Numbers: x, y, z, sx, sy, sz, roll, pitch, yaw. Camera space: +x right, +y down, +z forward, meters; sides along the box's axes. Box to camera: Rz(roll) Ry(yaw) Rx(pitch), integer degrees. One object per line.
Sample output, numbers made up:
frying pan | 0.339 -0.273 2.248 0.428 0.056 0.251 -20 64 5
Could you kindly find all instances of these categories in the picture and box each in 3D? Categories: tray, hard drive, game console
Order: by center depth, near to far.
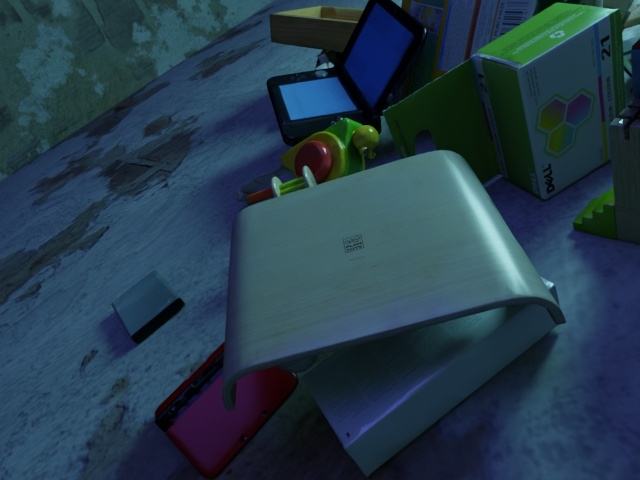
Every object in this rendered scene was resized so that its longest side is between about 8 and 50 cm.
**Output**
game console | -0.115 0.187 0.572 0.144 0.085 0.124 -44 5 -22
hard drive | -0.289 0.107 0.798 0.094 0.022 0.135 -41 35 -18
game console | 0.027 -0.328 0.888 0.249 0.174 0.293 -10 40 -6
tray | 0.098 -0.498 1.138 0.410 0.076 0.202 23 39 31

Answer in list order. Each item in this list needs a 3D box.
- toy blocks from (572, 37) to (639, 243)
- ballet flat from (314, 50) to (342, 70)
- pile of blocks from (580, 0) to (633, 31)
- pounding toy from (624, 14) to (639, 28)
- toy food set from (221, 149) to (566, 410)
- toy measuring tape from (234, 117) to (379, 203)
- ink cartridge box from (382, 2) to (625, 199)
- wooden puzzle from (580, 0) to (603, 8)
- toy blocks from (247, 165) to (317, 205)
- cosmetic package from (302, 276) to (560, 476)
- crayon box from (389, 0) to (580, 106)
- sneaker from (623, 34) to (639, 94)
toy blocks | 0.383 -0.089 0.349 0.190 0.261 0.381 -41 35 -18
ballet flat | 0.025 -0.381 1.135 0.123 0.123 0.349 -16 36 18
pile of blocks | 0.357 -0.375 0.859 0.361 0.149 0.112 11 22 41
pounding toy | 0.545 -0.426 0.746 0.154 0.154 0.269 3 32 38
toy food set | 0.044 0.033 0.484 0.305 0.093 0.220 -16 41 7
toy measuring tape | -0.030 -0.097 0.829 0.330 0.121 0.122 -25 29 37
ink cartridge box | 0.232 -0.136 0.590 0.255 0.189 0.097 -32 35 -3
wooden puzzle | 0.328 -0.349 0.783 0.238 0.221 0.044 7 19 42
toy blocks | -0.066 -0.041 0.739 0.148 0.123 0.054 -20 45 12
cosmetic package | 0.108 0.109 0.469 0.238 0.061 0.099 -34 32 -8
crayon box | 0.235 -0.289 0.771 0.083 0.203 0.323 -6 27 -23
sneaker | 0.457 -0.207 0.596 0.126 0.128 0.321 -6 15 21
